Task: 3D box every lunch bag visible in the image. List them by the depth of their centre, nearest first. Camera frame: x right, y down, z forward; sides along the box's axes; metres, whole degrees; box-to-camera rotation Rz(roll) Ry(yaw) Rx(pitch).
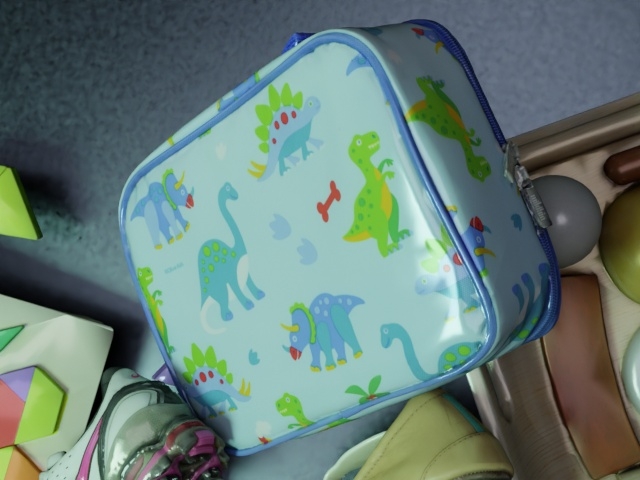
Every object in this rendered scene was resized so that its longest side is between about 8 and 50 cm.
[{"bbox_3d":[0.000,0.000,0.526,0.219,0.090,0.176,-30,83,41],"label":"lunch bag"}]

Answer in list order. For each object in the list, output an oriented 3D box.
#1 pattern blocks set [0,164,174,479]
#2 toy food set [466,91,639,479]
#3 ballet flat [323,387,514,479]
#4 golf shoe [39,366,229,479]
[{"bbox_3d":[-0.216,0.095,0.591,0.324,0.026,0.286,1,90,-5],"label":"pattern blocks set"},{"bbox_3d":[0.218,0.015,0.540,0.306,0.092,0.220,-19,86,7],"label":"toy food set"},{"bbox_3d":[0.013,0.169,0.569,0.232,0.080,0.073,-48,49,22],"label":"ballet flat"},{"bbox_3d":[-0.121,0.156,0.564,0.086,0.067,0.186,38,103,33],"label":"golf shoe"}]
